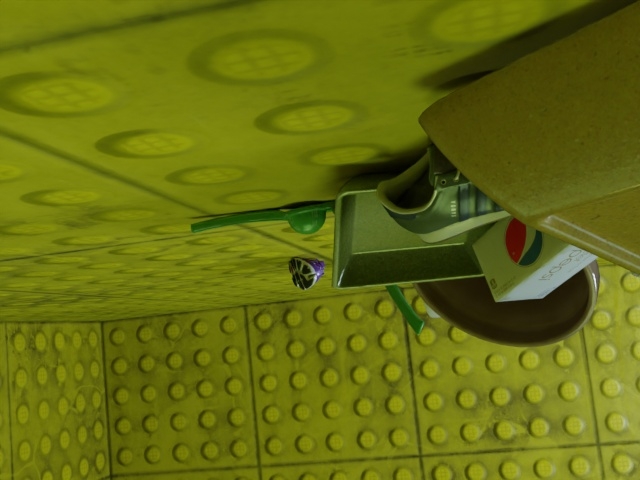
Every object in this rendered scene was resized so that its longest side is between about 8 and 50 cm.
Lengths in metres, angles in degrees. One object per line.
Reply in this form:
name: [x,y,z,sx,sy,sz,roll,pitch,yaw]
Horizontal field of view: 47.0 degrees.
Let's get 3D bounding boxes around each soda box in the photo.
soda box: [0.243,-0.021,0.713,0.069,0.073,0.216,-1,149,-29]

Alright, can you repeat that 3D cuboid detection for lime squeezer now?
lime squeezer: [0.000,0.000,0.907,0.311,0.109,0.059,24,-166,6]

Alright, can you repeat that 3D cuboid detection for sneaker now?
sneaker: [-0.022,0.057,1.506,0.071,0.068,0.170,-20,-177,-9]
sneaker: [0.131,-0.058,0.646,0.086,0.064,0.192,28,140,-32]

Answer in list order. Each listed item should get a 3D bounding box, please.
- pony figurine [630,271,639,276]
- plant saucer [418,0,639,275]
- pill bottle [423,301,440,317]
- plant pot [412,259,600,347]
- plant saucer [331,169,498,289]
pony figurine: [0.827,0.064,1.382,0.351,0.302,0.363,-31,-172,-3]
plant saucer: [0.288,-0.043,0.452,0.333,0.080,0.333,18,156,-35]
pill bottle: [0.376,0.089,1.573,0.302,0.169,0.169,-9,172,23]
plant pot: [0.235,0.015,0.930,0.237,0.237,0.109,-12,-150,42]
plant saucer: [0.104,-0.019,0.802,0.189,0.045,0.188,-5,146,-5]
